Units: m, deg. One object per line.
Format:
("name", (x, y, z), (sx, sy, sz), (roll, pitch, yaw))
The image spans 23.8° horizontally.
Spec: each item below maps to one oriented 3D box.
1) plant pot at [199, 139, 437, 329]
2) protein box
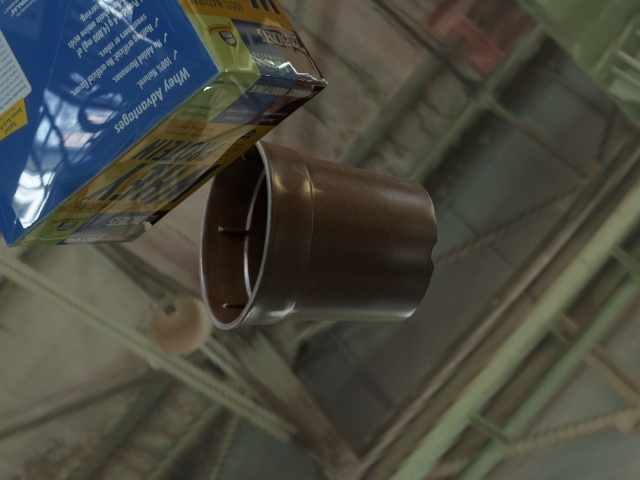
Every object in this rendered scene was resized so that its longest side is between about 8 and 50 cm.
("plant pot", (0.000, 0.000, 1.297), (0.165, 0.167, 0.167), (6, -66, -24))
("protein box", (-0.145, -0.131, 1.008), (0.200, 0.201, 0.136), (-37, -15, 25))
